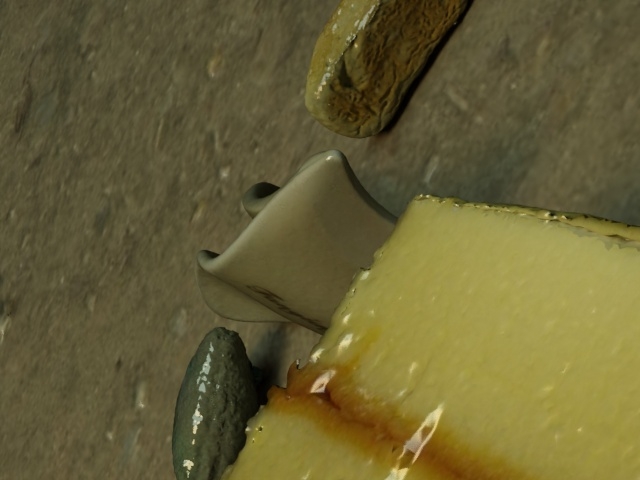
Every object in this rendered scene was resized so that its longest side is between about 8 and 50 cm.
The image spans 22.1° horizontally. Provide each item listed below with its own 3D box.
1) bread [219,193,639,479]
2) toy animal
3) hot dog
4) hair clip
[{"bbox_3d":[0.084,0.121,0.911,0.405,0.242,0.345,22,96,24],"label":"bread"},{"bbox_3d":[-0.098,0.195,1.346,0.079,0.070,0.253,-61,-15,-82],"label":"toy animal"},{"bbox_3d":[0.067,-0.196,1.313,0.242,0.084,0.073,-57,31,15],"label":"hot dog"},{"bbox_3d":[-0.005,0.017,1.232,0.113,0.172,0.282,-64,24,-9],"label":"hair clip"}]
